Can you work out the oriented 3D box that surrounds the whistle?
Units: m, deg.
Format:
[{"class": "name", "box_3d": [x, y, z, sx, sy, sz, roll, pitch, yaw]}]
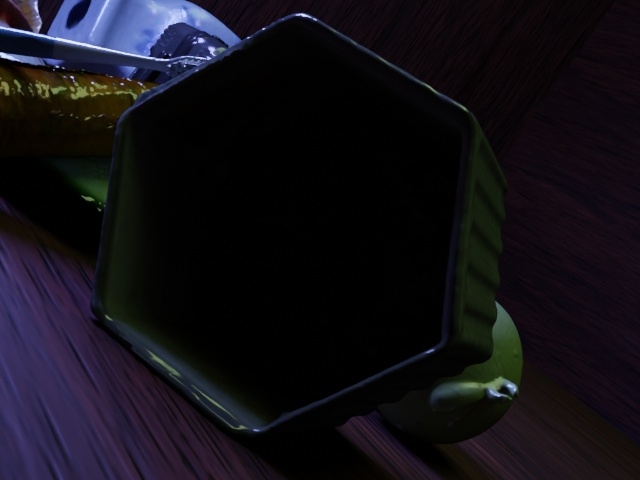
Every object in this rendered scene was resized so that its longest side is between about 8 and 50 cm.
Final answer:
[{"class": "whistle", "box_3d": [0.066, 0.097, 0.882, 0.141, 0.141, 0.294, 33, -13, -28]}]

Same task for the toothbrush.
[{"class": "toothbrush", "box_3d": [-0.188, -0.124, 0.637, 0.276, 0.019, 0.025, 10, 16, 6]}]

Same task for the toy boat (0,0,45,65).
[{"class": "toy boat", "box_3d": [-0.343, -0.189, 1.140, 0.282, 0.096, 0.206, 48, -1, 33]}]

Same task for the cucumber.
[{"class": "cucumber", "box_3d": [-0.220, -0.077, 0.756, 0.244, 0.063, 0.115, 38, 28, 9]}]

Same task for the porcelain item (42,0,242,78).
[{"class": "porcelain item", "box_3d": [-0.216, -0.238, 1.563, 0.179, 0.242, 0.405, 0, -26, 48]}]

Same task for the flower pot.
[{"class": "flower pot", "box_3d": [0.000, 0.000, 0.622, 0.209, 0.239, 0.189, 66, 12, 15]}]

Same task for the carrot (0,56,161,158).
[{"class": "carrot", "box_3d": [-0.183, -0.084, 0.675, 0.070, 0.070, 0.260, 37, 25, 34]}]

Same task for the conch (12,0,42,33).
[{"class": "conch", "box_3d": [-0.486, -0.350, 1.327, 0.210, 0.159, 0.291, 47, 31, -79]}]

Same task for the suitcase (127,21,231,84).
[{"class": "suitcase", "box_3d": [-0.115, -0.123, 1.264, 0.128, 0.202, 0.312, 37, 4, 38]}]
